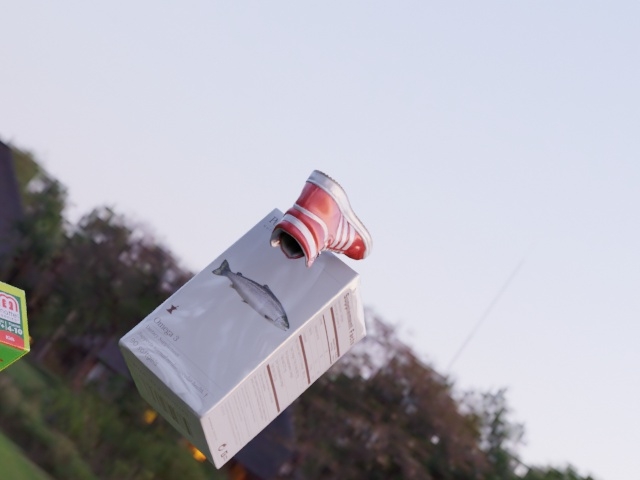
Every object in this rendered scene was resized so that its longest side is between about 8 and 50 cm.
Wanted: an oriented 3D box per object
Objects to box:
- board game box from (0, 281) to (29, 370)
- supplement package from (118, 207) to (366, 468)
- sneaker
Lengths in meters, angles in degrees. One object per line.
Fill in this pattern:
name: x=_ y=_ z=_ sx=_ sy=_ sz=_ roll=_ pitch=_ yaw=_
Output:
board game box: x=-0.261 y=0.074 z=0.786 sx=0.092 sy=0.181 sz=0.043 roll=27 pitch=39 yaw=-45
supplement package: x=-0.061 y=0.081 z=1.158 sx=0.105 sy=0.179 sz=0.105 roll=38 pitch=-22 yaw=26
sneaker: x=0.000 y=0.000 z=1.085 sx=0.042 sy=0.067 sz=0.118 roll=28 pitch=-16 yaw=31
